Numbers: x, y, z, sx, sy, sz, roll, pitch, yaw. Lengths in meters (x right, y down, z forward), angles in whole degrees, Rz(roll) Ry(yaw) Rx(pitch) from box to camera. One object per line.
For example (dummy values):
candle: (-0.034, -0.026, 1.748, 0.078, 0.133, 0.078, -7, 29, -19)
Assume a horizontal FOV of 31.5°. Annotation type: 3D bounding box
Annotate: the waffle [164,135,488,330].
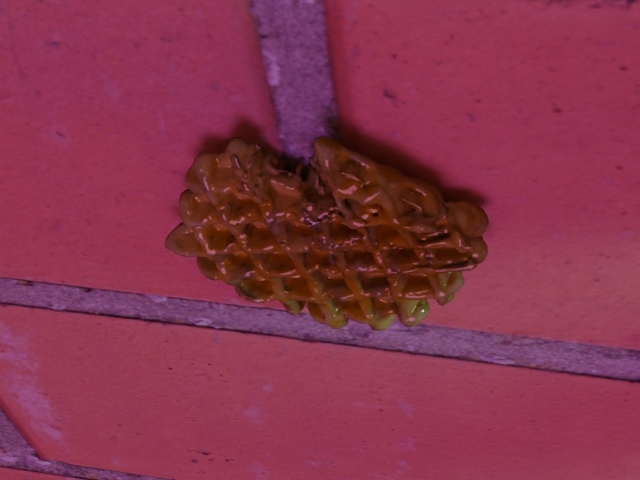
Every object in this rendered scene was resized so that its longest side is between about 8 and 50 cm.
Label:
waffle: (0.000, -0.002, 0.974, 0.261, 0.056, 0.250, 22, 147, -18)
